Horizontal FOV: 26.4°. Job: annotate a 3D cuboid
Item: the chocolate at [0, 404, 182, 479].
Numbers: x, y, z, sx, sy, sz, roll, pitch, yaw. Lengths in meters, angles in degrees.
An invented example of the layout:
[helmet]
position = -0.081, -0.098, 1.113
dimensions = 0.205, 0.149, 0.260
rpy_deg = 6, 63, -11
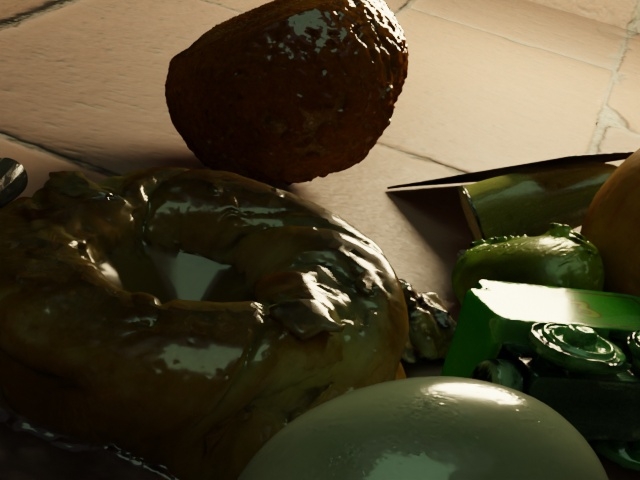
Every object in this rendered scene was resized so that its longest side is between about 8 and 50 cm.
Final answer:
[chocolate]
position = -0.253, 0.156, 0.842
dimensions = 0.321, 0.112, 0.112
rpy_deg = 20, 25, 9

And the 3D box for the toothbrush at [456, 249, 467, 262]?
[toothbrush]
position = 0.228, 0.076, 1.409
dimensions = 0.022, 0.026, 0.263
rpy_deg = -11, 33, -35

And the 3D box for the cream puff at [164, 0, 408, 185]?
[cream puff]
position = -0.032, -0.168, 1.561
dimensions = 0.303, 0.212, 0.303
rpy_deg = -17, 13, 4

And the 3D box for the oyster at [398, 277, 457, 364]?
[oyster]
position = 0.025, 0.048, 1.293
dimensions = 0.223, 0.083, 0.214
rpy_deg = 4, 27, -39

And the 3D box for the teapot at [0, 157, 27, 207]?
[teapot]
position = -0.326, -0.044, 1.341
dimensions = 0.043, 0.042, 0.110
rpy_deg = 16, 26, 3

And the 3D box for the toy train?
[toy train]
position = 0.226, 0.116, 1.192
dimensions = 0.243, 0.132, 0.188
rpy_deg = 6, 20, -25

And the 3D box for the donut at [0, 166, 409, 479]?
[donut]
position = -0.098, 0.070, 1.059
dimensions = 0.360, 0.170, 0.360
rpy_deg = 8, 27, -4

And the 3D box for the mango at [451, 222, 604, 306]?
[mango]
position = 0.205, 0.044, 1.361
dimensions = 0.119, 0.100, 0.178
rpy_deg = -36, 26, -30

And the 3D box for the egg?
[egg]
position = 0.063, 0.186, 0.834
dimensions = 0.283, 0.203, 0.203
rpy_deg = -5, 30, -43

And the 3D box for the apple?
[apple]
position = 0.406, 0.010, 1.401
dimensions = 0.286, 0.233, 0.286
rpy_deg = 11, 24, -5

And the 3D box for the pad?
[pad]
position = 0.249, -0.084, 1.617
dimensions = 0.202, 0.005, 0.300
rpy_deg = -6, -1, -40

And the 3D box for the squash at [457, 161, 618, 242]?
[squash]
position = 0.272, -0.041, 1.523
dimensions = 0.224, 0.094, 0.094
rpy_deg = -13, 27, -3
